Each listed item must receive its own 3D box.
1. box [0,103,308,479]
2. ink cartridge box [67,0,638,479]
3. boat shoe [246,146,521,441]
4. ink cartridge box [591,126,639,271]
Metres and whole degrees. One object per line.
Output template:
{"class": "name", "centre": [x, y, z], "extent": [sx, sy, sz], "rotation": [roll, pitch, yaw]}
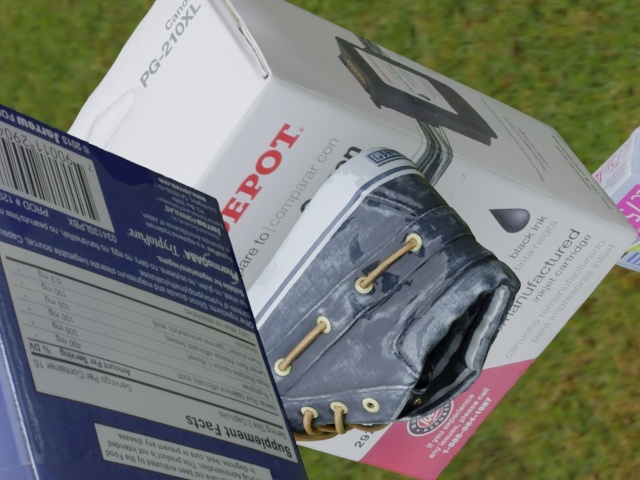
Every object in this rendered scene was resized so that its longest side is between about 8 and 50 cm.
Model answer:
{"class": "box", "centre": [-0.049, 0.069, 0.515], "extent": [0.036, 0.136, 0.225], "rotation": [-34, 58, 22]}
{"class": "ink cartridge box", "centre": [0.000, 0.000, 0.846], "extent": [0.172, 0.237, 0.100], "rotation": [-53, 41, 20]}
{"class": "boat shoe", "centre": [0.001, 0.058, 0.724], "extent": [0.083, 0.065, 0.183], "rotation": [46, 116, 29]}
{"class": "ink cartridge box", "centre": [0.404, -0.004, 1.737], "extent": [0.186, 0.311, 0.065], "rotation": [124, 160, -65]}
